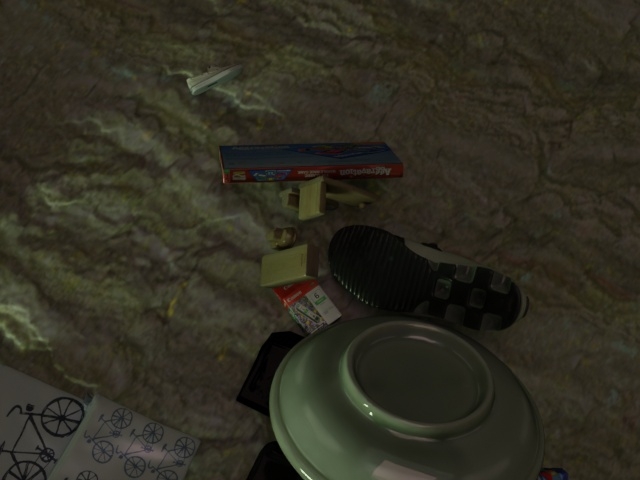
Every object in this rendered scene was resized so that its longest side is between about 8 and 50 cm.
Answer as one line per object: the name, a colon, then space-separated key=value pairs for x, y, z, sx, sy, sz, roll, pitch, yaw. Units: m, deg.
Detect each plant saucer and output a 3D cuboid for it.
plant saucer: x=0.130 y=0.218 z=1.318 sx=0.400 sy=0.100 sz=0.400 roll=6 pitch=36 yaw=-5

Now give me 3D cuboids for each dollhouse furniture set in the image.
dollhouse furniture set: x=0.000 y=0.000 z=1.474 sx=0.123 sy=0.144 sz=0.151 roll=15 pitch=70 yaw=-38

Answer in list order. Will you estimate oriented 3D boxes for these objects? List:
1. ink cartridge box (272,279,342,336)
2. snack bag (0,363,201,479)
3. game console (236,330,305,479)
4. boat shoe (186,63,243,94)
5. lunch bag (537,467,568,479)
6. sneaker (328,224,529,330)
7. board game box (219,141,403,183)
ink cartridge box: x=-0.025 y=0.094 z=1.482 sx=0.063 sy=0.029 sz=0.115 roll=-35 pitch=80 yaw=-16
snack bag: x=-0.385 y=0.347 z=1.300 sx=0.342 sy=0.037 sz=0.323 roll=24 pitch=53 yaw=4
game console: x=-0.054 y=0.326 z=1.399 sx=0.213 sy=0.044 sz=0.361 roll=26 pitch=71 yaw=3
boat shoe: x=-0.180 y=-0.282 z=1.579 sx=0.100 sy=0.035 sz=0.035 roll=-27 pitch=81 yaw=-8
lunch bag: x=0.238 y=0.480 z=1.338 sx=0.221 sy=0.138 sz=0.293 roll=-6 pitch=92 yaw=-24
sneaker: x=0.171 y=0.066 z=1.484 sx=0.330 sy=0.146 sz=0.122 roll=21 pitch=96 yaw=22
board game box: x=-0.020 y=-0.127 z=1.501 sx=0.281 sy=0.145 sz=0.027 roll=-2 pitch=111 yaw=-8
